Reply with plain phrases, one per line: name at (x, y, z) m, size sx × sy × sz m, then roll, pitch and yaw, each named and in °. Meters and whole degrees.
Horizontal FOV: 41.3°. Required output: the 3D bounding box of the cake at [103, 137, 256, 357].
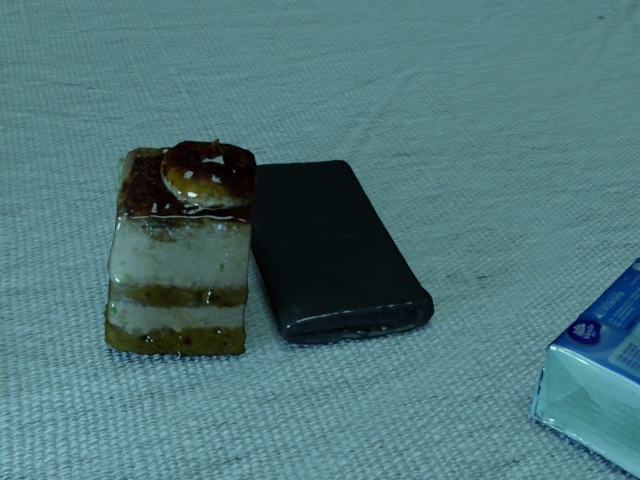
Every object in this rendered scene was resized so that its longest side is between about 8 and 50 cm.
cake at (-0.184, -0.007, 1.124) m, size 0.199 × 0.293 × 0.196 m, roll 5°, pitch 36°, yaw -7°

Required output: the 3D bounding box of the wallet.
wallet at (0.000, 0.001, 1.326) m, size 0.228 × 0.062 × 0.406 m, roll -7°, pitch 37°, yaw -15°

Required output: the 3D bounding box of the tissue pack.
tissue pack at (0.426, 0.159, 1.085) m, size 0.198 × 0.146 × 0.263 m, roll 28°, pitch 43°, yaw 31°
